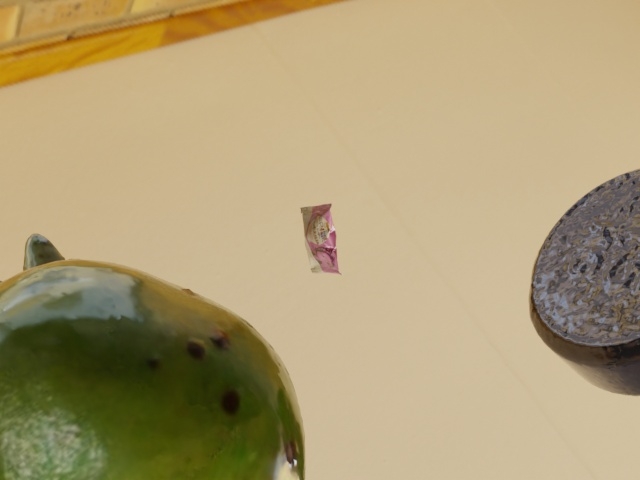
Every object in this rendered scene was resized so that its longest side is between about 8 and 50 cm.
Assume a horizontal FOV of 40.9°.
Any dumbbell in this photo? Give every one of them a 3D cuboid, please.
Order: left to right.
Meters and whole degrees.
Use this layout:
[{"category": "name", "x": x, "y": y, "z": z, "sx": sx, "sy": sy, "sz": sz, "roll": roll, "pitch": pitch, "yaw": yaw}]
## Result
[{"category": "dumbbell", "x": 0.362, "y": 0.098, "z": 0.806, "sx": 0.322, "sy": 0.203, "sz": 0.204, "roll": 40, "pitch": -142, "yaw": -30}]

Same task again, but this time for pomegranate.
[{"category": "pomegranate", "x": -0.147, "y": 0.120, "z": 0.497, "sx": 0.260, "sy": 0.261, "sz": 0.341, "roll": -1, "pitch": -148, "yaw": -32}]

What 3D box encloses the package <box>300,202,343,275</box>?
[{"category": "package", "x": 0.000, "y": 0.000, "z": 0.988, "sx": 0.029, "sy": 0.059, "sz": 0.083, "roll": -16, "pitch": -81, "yaw": -37}]
